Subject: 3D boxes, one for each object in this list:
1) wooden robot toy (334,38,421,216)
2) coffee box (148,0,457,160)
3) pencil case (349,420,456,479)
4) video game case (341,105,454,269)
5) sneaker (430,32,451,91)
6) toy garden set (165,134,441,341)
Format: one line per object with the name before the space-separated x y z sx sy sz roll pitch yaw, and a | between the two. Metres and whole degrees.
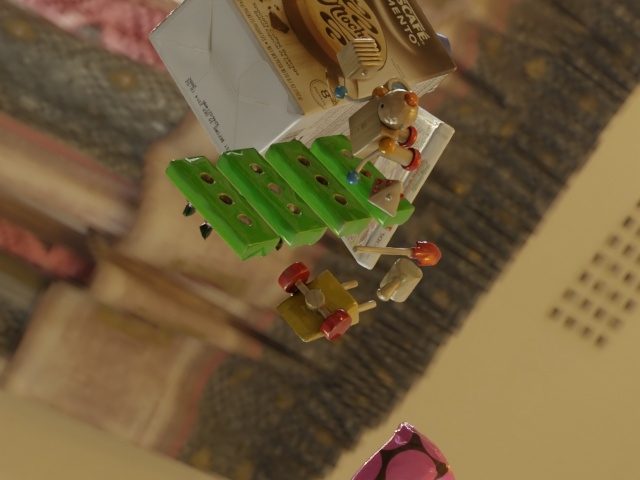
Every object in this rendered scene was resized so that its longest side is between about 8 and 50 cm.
wooden robot toy | 0.067 -0.112 1.479 0.079 0.076 0.173 -42 -134 45
coffee box | -0.011 -0.193 1.722 0.119 0.297 0.168 -37 -98 36
pencil case | 0.050 0.286 1.677 0.209 0.098 0.095 -48 -142 -6
video game case | 0.094 -0.076 2.195 0.206 0.026 0.227 -59 -168 6
sneaker | 0.091 -0.343 2.685 0.182 0.315 0.127 -48 -139 47
toy garden set | 0.000 0.000 1.482 0.204 0.244 0.049 47 -57 22
